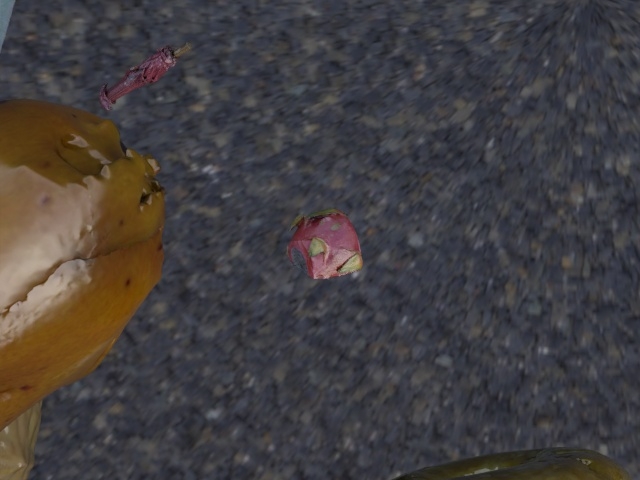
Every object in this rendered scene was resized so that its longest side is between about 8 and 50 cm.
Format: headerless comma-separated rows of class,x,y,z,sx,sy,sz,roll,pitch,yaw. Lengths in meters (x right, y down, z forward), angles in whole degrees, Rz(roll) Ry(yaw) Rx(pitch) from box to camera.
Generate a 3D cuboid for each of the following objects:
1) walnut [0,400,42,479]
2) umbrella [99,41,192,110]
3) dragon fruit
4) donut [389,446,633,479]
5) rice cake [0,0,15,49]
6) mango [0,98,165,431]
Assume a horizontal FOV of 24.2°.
walnut,-0.380,0.170,1.380,0.261,0.225,0.225,16,102,21
umbrella,-0.183,-0.170,1.530,0.027,0.025,0.165,49,139,-15
dragon fruit,0.000,0.000,1.528,0.056,0.083,0.060,-16,122,-29
donut,0.117,0.210,0.986,0.208,0.261,0.128,-11,84,10
rice cake,-0.313,-0.166,1.310,0.038,0.211,0.124,31,135,-25
mango,-0.217,0.030,0.858,0.287,0.201,0.153,-35,70,2
